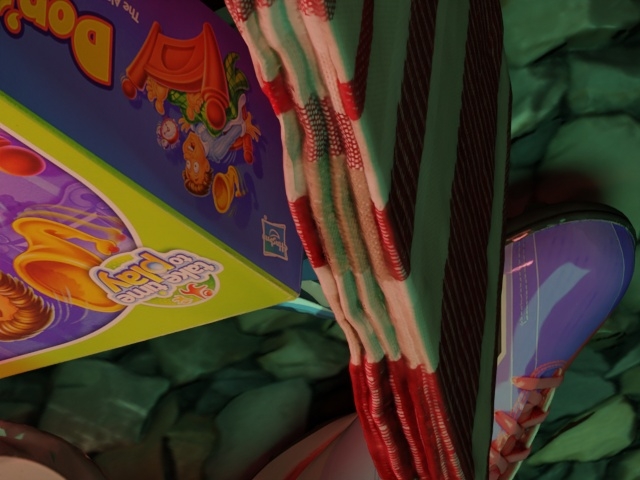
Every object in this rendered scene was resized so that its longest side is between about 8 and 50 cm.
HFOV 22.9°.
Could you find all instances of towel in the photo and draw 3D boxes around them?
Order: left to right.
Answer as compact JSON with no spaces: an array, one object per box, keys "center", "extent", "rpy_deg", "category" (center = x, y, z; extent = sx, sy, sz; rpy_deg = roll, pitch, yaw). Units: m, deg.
[{"center":[0.023,-0.079,0.514],"extent":[0.037,0.237,0.329],"rpy_deg":[-1,142,15],"category":"towel"}]

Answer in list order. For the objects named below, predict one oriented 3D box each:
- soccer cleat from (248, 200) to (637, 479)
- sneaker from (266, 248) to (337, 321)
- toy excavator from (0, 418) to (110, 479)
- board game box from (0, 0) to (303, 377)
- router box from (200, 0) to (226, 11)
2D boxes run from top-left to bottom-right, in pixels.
[{"center":[0.064,0.110,0.822],"extent":[0.109,0.116,0.318],"rpy_deg":[16,130,-34],"category":"soccer cleat"},{"center":[0.000,0.000,0.725],"extent":[0.144,0.053,0.059],"rpy_deg":[3,133,-25],"category":"sneaker"},{"center":[-0.260,0.299,0.477],"extent":[0.445,0.433,0.222],"rpy_deg":[-14,180,-38],"category":"toy excavator"},{"center":[-0.210,-0.024,0.507],"extent":[0.347,0.078,0.233],"rpy_deg":[-16,145,32],"category":"board game box"},{"center":[-0.064,-0.113,0.541],"extent":[0.122,0.092,0.038],"rpy_deg":[-24,141,7],"category":"router box"}]
